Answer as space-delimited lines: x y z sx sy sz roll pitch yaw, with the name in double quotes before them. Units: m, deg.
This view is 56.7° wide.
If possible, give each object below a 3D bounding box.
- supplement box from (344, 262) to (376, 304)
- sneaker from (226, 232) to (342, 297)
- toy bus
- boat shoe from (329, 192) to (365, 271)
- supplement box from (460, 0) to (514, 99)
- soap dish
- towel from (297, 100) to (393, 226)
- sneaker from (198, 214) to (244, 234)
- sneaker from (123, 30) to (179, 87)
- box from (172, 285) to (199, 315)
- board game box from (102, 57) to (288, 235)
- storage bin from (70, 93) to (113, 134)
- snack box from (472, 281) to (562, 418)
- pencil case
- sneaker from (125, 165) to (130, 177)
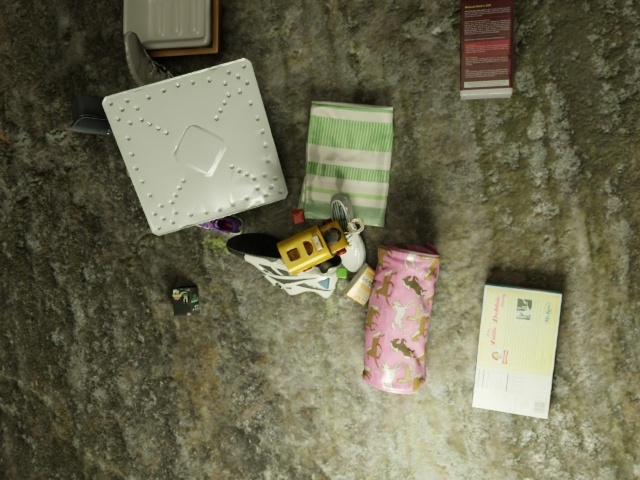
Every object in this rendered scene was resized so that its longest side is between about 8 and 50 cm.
"supplement box" 0.120 0.118 1.612 0.062 0.036 0.098 33 102 -18
"sneaker" -0.111 0.081 1.635 0.330 0.122 0.146 17 123 14
"toy bus" -0.008 0.010 1.492 0.191 0.104 0.202 19 90 6
"boat shoe" 0.062 -0.013 1.591 0.083 0.076 0.226 -13 103 19
"supplement box" 0.417 -0.482 1.494 0.130 0.073 0.239 1 94 14
"soap dish" -0.413 -0.635 1.689 0.290 0.118 0.229 2 93 15
"towel" 0.070 -0.212 1.621 0.247 0.038 0.325 7 95 14
"sneaker" -0.305 -0.060 1.713 0.169 0.071 0.068 12 96 15
"sneaker" -0.463 -0.466 1.681 0.115 0.105 0.281 -24 131 -2
"box" -0.399 0.180 1.760 0.062 0.052 0.083 -1 93 17
"board game box" -0.323 -0.246 1.592 0.390 0.050 0.390 -17 113 -4
"storage bin" -0.679 -0.377 1.773 0.098 0.135 0.091 -28 73 38
"snack box" 0.498 0.277 1.516 0.187 0.060 0.322 6 94 14
"pencil case" 0.211 0.193 1.541 0.160 0.167 0.386 10 97 37
"sneaker" -0.477 -0.262 1.728 0.252 0.111 0.103 -33 85 14
